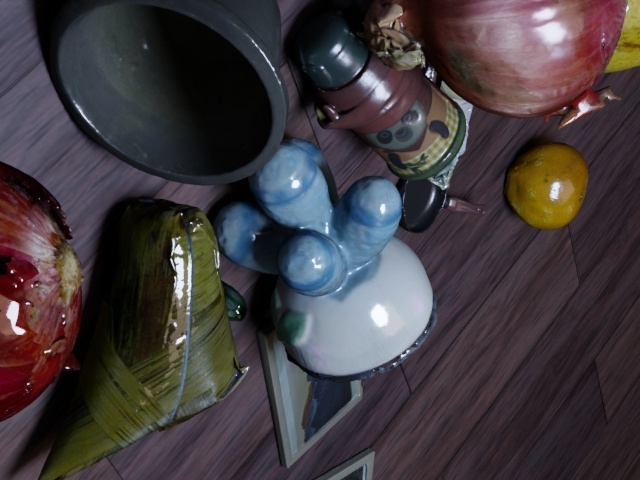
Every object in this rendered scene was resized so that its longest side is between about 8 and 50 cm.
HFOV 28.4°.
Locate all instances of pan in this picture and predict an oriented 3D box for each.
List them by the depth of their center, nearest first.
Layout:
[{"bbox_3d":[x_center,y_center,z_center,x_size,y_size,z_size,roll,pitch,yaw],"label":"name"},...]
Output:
[{"bbox_3d":[0.187,-0.064,1.993,0.212,0.040,0.114,7,101,-46],"label":"pan"}]

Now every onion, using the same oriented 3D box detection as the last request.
[{"bbox_3d":[-0.348,0.046,1.180,0.276,0.276,0.276,-28,129,-42],"label":"onion"},{"bbox_3d":[0.251,-0.306,1.571,0.354,0.354,0.353,-28,129,-42],"label":"onion"}]

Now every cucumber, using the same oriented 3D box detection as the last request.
[{"bbox_3d":[-0.127,0.074,1.611,0.048,0.105,0.048,-16,115,-37],"label":"cucumber"}]

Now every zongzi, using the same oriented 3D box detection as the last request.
[{"bbox_3d":[-0.236,0.124,1.474,0.300,0.138,0.286,-32,128,-32],"label":"zongzi"}]

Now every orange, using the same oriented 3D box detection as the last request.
[{"bbox_3d":[0.388,-0.096,2.176,0.155,0.134,0.154,19,90,-78],"label":"orange"}]

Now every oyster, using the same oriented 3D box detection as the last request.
[{"bbox_3d":[0.175,-0.142,1.905,0.100,0.098,0.037,-58,169,10],"label":"oyster"}]

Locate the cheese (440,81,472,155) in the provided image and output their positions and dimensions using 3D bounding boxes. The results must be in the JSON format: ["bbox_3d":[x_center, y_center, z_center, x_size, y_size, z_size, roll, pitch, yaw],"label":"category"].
[{"bbox_3d":[0.208,-0.249,1.901,0.163,0.071,0.248,12,99,-54],"label":"cheese"}]

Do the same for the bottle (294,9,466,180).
[{"bbox_3d":[0.067,-0.193,1.680,0.271,0.143,0.156,38,69,-38],"label":"bottle"}]

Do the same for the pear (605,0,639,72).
[{"bbox_3d":[0.433,-0.401,1.922,0.314,0.314,0.314,-28,129,-42],"label":"pear"}]

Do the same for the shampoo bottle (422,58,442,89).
[{"bbox_3d":[0.171,-0.344,1.770,0.104,0.104,0.278,-1,108,-52],"label":"shampoo bottle"}]

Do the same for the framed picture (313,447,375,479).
[{"bbox_3d":[-0.003,0.520,2.074,0.240,0.020,0.324,-20,123,-47],"label":"framed picture"}]

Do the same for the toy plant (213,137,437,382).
[{"bbox_3d":[0.000,0.000,1.638,0.247,0.247,0.332,-50,139,-23],"label":"toy plant"}]

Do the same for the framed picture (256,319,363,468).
[{"bbox_3d":[-0.010,0.189,1.894,0.192,0.018,0.265,-39,135,-36],"label":"framed picture"}]

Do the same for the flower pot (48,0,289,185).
[{"bbox_3d":[-0.139,-0.208,1.357,0.269,0.269,0.166,70,32,-43],"label":"flower pot"}]
